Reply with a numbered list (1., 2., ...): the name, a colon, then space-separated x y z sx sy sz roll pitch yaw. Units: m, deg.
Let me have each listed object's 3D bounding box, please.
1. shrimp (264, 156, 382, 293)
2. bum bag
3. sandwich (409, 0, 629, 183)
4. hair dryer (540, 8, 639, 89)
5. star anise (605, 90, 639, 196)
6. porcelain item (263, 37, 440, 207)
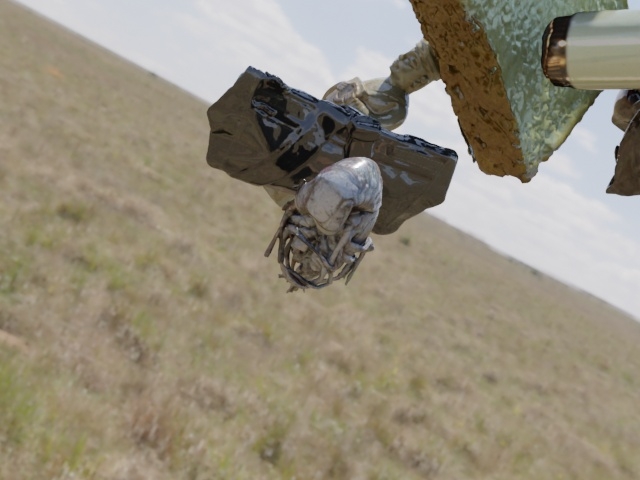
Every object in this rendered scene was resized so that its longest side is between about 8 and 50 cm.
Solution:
1. shrimp: 0.000 0.000 0.687 0.056 0.165 0.065 45 52 15
2. bum bag: 0.006 -0.062 0.760 0.198 0.087 0.049 19 28 -28
3. sandwich: 0.155 -0.209 0.872 0.087 0.226 0.251 11 -41 45
4. hair dryer: 0.304 -0.132 0.732 0.362 0.128 0.203 5 27 35
5. star anise: 0.349 -0.141 0.927 0.129 0.282 0.212 30 18 -23
6. porcelain item: 0.034 -0.115 0.968 0.054 0.213 0.084 48 12 -37
